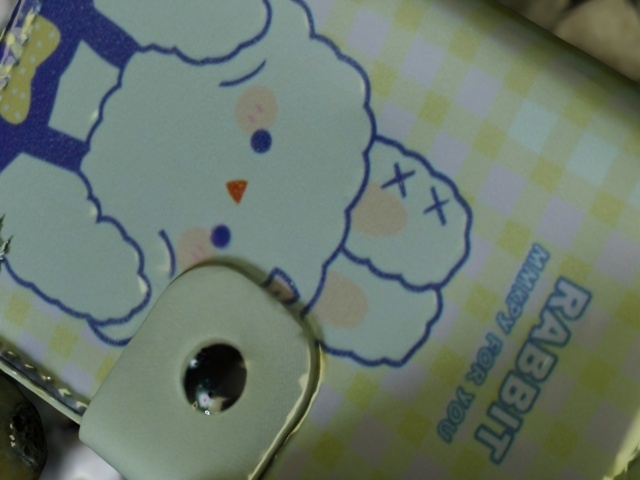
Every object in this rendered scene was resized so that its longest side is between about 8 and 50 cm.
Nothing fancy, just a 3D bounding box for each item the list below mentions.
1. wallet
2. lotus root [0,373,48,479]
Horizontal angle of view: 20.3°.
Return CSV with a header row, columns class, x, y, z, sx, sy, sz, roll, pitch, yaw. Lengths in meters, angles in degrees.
class,x,y,z,sx,sy,sz,roll,pitch,yaw
wallet,0.000,0.000,0.632,0.309,0.077,0.223,33,103,26
lotus root,-0.193,0.089,0.727,0.179,0.080,0.089,-12,84,26
